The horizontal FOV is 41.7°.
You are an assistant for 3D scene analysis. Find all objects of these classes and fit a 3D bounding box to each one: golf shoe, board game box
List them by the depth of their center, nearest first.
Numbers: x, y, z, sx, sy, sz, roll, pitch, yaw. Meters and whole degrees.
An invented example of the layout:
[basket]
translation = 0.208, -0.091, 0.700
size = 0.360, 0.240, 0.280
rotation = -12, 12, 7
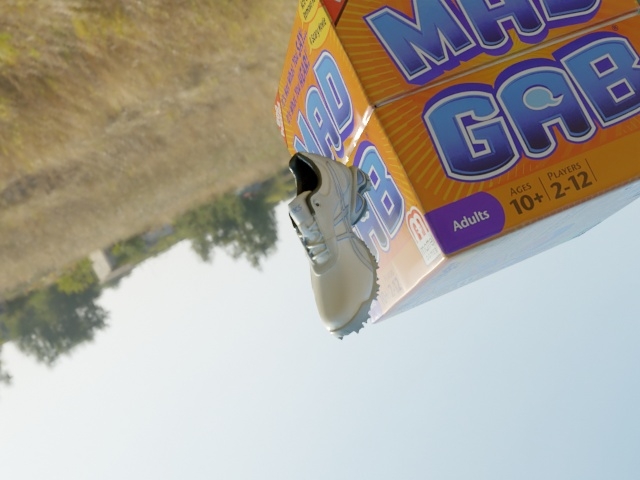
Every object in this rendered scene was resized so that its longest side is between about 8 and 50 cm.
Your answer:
[golf shoe]
translation = 0.000, 0.000, 0.726
size = 0.069, 0.086, 0.176
rotation = -33, -134, 33
[board game box]
translation = 0.184, -0.149, 1.082
size = 0.356, 0.356, 0.356
rotation = -22, 168, -15
